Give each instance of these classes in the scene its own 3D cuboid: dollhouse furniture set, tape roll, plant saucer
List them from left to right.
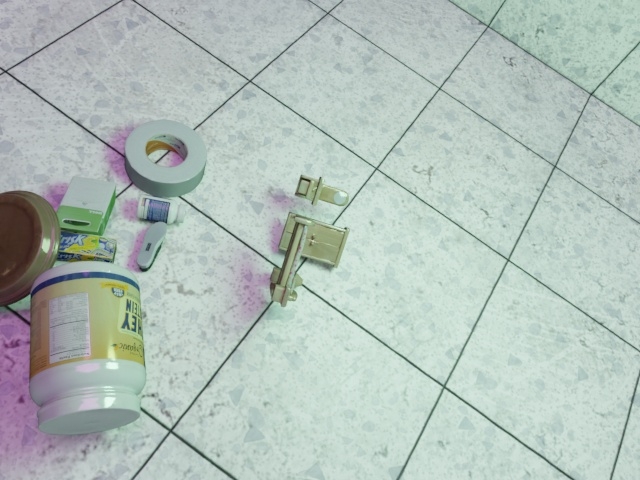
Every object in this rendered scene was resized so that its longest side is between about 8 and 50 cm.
[{"bbox_3d":[-0.721,0.011,1.342,0.277,0.041,0.278,-4,72,12],"label":"plant saucer"},{"bbox_3d":[-0.427,-0.228,1.641,0.219,0.072,0.219,9,58,-14],"label":"tape roll"},{"bbox_3d":[0.000,0.000,1.470,0.173,0.355,0.303,17,95,-7],"label":"dollhouse furniture set"}]

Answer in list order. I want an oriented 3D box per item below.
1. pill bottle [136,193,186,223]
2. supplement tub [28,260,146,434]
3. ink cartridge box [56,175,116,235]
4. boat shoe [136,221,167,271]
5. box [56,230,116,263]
[{"bbox_3d":[-0.417,-0.080,1.559,0.120,0.067,0.067,10,58,-12],"label":"pill bottle"},{"bbox_3d":[-0.490,0.227,1.255,0.228,0.228,0.316,-3,62,-20],"label":"supplement tub"},{"bbox_3d":[-0.580,-0.070,1.463,0.109,0.062,0.209,10,38,-12],"label":"ink cartridge box"},{"bbox_3d":[-0.431,0.015,1.514,0.049,0.040,0.142,16,56,2],"label":"boat shoe"},{"bbox_3d":[-0.590,0.020,1.450,0.168,0.054,0.059,9,58,-13],"label":"box"}]
